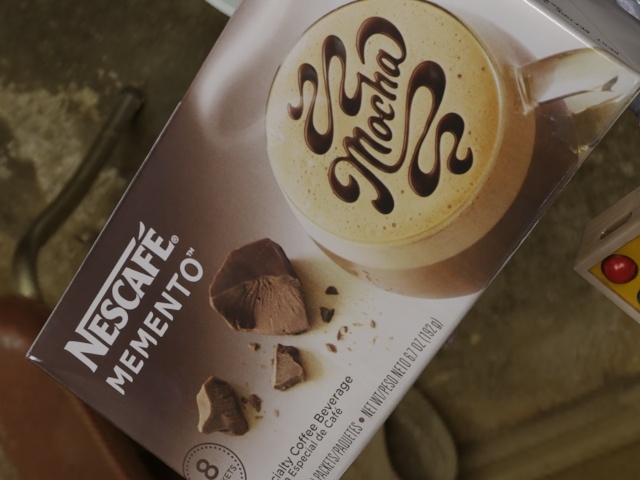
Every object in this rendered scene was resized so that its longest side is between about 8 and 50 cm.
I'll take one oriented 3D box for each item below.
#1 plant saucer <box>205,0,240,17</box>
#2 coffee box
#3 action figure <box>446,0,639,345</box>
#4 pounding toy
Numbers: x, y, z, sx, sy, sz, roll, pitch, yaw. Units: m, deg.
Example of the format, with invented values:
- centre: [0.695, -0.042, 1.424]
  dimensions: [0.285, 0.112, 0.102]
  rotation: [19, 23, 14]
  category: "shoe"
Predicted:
- centre: [0.012, -0.375, 1.283]
  dimensions: [0.401, 0.100, 0.400]
  rotation: [0, 98, 3]
  category: "plant saucer"
- centre: [0.008, -0.019, 0.709]
  dimensions: [0.168, 0.119, 0.297]
  rotation: [37, 114, 3]
  category: "coffee box"
- centre: [0.090, -0.112, 0.932]
  dimensions: [0.275, 0.248, 0.370]
  rotation: [49, 151, 8]
  category: "action figure"
- centre: [0.327, 0.009, 1.399]
  dimensions: [0.130, 0.100, 0.141]
  rotation: [38, 134, -13]
  category: "pounding toy"
